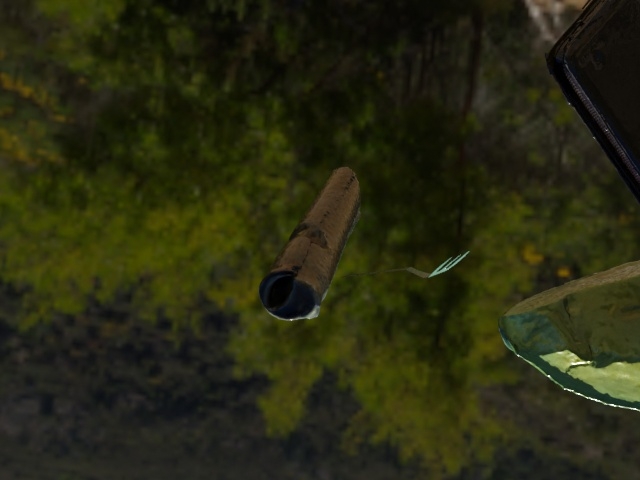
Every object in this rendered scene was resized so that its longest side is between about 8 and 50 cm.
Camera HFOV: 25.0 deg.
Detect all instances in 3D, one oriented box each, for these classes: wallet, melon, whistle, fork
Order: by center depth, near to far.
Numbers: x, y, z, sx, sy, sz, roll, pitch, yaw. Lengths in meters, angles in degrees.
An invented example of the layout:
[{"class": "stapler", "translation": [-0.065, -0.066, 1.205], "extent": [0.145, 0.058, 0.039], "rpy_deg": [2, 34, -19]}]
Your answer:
[{"class": "wallet", "translation": [0.264, -0.108, 1.161], "extent": [0.198, 0.110, 0.031], "rpy_deg": [51, 159, -25]}, {"class": "melon", "translation": [0.342, 0.081, 1.444], "extent": [0.323, 0.196, 0.124], "rpy_deg": [-7, 152, 8]}, {"class": "whistle", "translation": [-0.001, 0.000, 1.606], "extent": [0.057, 0.068, 0.326], "rpy_deg": [-20, -164, 19]}, {"class": "fork", "translation": [0.099, 0.040, 1.756], "extent": [0.039, 0.021, 0.235], "rpy_deg": [-14, 180, -35]}]
